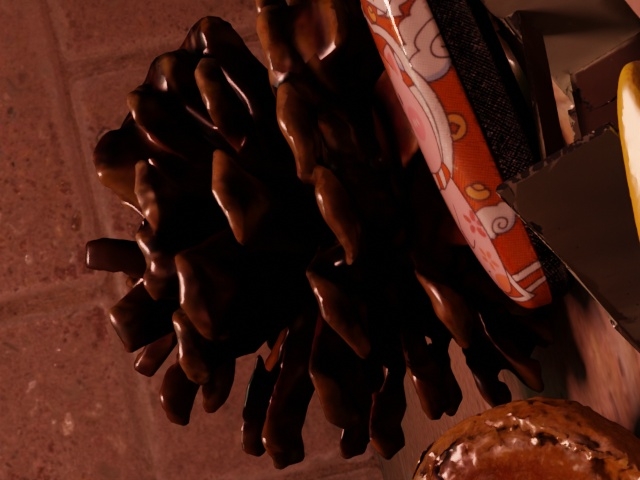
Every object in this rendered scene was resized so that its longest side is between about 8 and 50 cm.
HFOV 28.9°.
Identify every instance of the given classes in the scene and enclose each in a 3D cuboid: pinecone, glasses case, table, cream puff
[{"bbox_3d":[0.000,0.000,0.983,0.398,0.398,0.397,167,90,-85],"label":"pinecone"},{"bbox_3d":[0.082,-0.085,0.734,0.103,0.067,0.266,-96,-19,-83],"label":"glasses case"},{"bbox_3d":[0.140,-0.035,0.565,0.175,0.062,0.146,39,-146,-34],"label":"table"},{"bbox_3d":[0.156,0.183,0.820,0.169,0.183,0.183,-11,-92,-69],"label":"cream puff"}]

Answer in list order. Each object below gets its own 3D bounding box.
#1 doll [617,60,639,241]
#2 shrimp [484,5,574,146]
[{"bbox_3d":[0.181,0.072,0.418,0.145,0.103,0.316,-138,30,-75],"label":"doll"},{"bbox_3d":[0.126,-0.146,0.771,0.145,0.059,0.254,67,-179,-56],"label":"shrimp"}]
